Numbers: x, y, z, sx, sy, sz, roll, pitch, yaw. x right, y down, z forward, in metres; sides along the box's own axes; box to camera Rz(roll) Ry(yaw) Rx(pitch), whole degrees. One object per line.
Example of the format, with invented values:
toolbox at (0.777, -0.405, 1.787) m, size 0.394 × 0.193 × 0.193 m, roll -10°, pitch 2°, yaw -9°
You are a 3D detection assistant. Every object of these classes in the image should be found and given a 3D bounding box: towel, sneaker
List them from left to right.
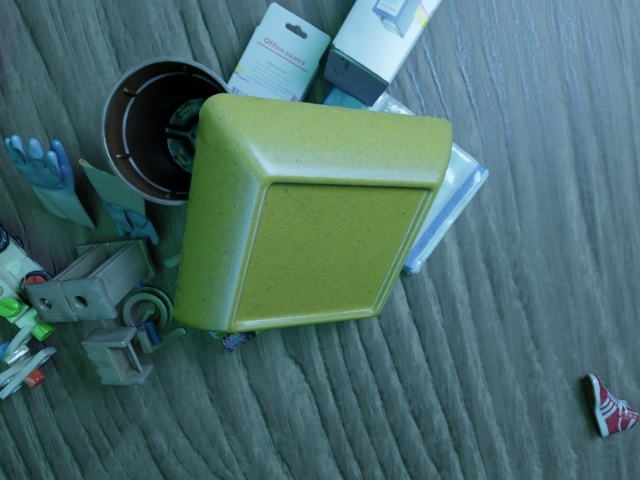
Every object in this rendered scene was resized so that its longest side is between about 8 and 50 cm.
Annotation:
towel at (0.095, -0.105, 0.764) m, size 0.285 × 0.034 × 0.209 m, roll 36°, pitch 98°, yaw -4°
sneaker at (0.479, 0.265, 0.807) m, size 0.066 × 0.042 × 0.119 m, roll -18°, pitch 106°, yaw 9°

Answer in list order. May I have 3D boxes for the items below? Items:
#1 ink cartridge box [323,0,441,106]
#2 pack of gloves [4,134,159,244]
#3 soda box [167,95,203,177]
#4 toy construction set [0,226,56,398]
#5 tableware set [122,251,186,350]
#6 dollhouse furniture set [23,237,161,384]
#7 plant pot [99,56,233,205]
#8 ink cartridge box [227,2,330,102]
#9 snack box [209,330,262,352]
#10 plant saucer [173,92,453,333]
ink cartridge box at (0.097, -0.303, 0.657) m, size 0.093 × 0.154 × 0.213 m, roll 33°, pitch 92°, yaw -4°
pack of gloves at (-0.330, -0.075, 0.715) m, size 0.194 × 0.232 × 0.046 m, roll 19°, pitch 65°, yaw -3°
soda box at (-0.185, -0.137, 0.755) m, size 0.058 × 0.061 × 0.182 m, roll -12°, pitch 99°, yaw 4°
toy construction set at (-0.538, 0.093, 0.763) m, size 0.215 × 0.151 × 0.328 m, roll -45°, pitch 104°, yaw -16°
tableware set at (-0.245, 0.097, 0.808) m, size 0.194 × 0.039 × 0.128 m, roll -28°, pitch 97°, yaw 7°
dollhouse furniture set at (-0.331, 0.111, 0.765) m, size 0.128 × 0.129 × 0.184 m, roll -4°, pitch 116°, yaw 16°
plant pot at (-0.168, -0.138, 0.638) m, size 0.166 × 0.165 × 0.167 m, roll 0°, pitch 100°, yaw 1°
ink cartridge box at (-0.070, -0.240, 0.732) m, size 0.104 × 0.061 × 0.181 m, roll 31°, pitch 100°, yaw -3°
snack box at (-0.122, 0.105, 0.792) m, size 0.141 × 0.037 × 0.100 m, roll -36°, pitch 113°, yaw 6°
plant saucer at (0.000, 0.000, 0.628) m, size 0.332 × 0.081 × 0.333 m, roll -2°, pitch 128°, yaw -27°
